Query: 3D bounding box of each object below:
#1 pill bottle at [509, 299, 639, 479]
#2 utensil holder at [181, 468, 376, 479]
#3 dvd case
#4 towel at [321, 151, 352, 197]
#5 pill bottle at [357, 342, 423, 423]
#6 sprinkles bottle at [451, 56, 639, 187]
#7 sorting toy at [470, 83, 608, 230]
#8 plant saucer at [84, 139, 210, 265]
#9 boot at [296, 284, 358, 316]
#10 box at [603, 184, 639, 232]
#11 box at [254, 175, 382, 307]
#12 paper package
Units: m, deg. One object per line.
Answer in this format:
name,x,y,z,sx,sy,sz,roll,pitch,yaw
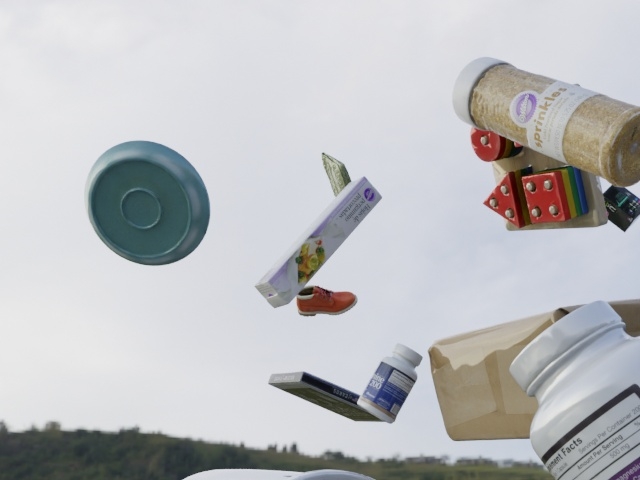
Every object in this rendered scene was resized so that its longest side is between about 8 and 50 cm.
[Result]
pill bottle,0.329,0.219,0.780,0.182,0.323,0.181,-27,-28,-15
utensil holder,-0.074,0.486,1.149,0.328,0.327,0.385,16,-20,-25
dvd case,0.024,0.342,1.781,0.239,0.029,0.179,27,-21,-19
towel,0.048,-0.143,2.020,0.027,0.110,0.148,-30,-57,-13
pill bottle,0.116,0.229,1.325,0.067,0.120,0.067,30,-11,6
sprinkles bottle,0.360,-0.195,1.287,0.121,0.355,0.121,-14,-61,-27
sorting toy,0.390,-0.139,1.540,0.089,0.257,0.255,-17,6,-26
plant saucer,-0.421,-0.080,1.953,0.318,0.043,0.317,3,-70,8
boot,0.013,0.145,2.063,0.158,0.059,0.084,-8,-45,5
box,0.625,-0.070,1.705,0.052,0.083,0.062,-42,-19,-19
box,0.000,0.000,1.611,0.063,0.324,0.067,49,-31,-13
paper package,0.379,0.190,1.208,0.310,0.168,0.325,-4,-13,-24
